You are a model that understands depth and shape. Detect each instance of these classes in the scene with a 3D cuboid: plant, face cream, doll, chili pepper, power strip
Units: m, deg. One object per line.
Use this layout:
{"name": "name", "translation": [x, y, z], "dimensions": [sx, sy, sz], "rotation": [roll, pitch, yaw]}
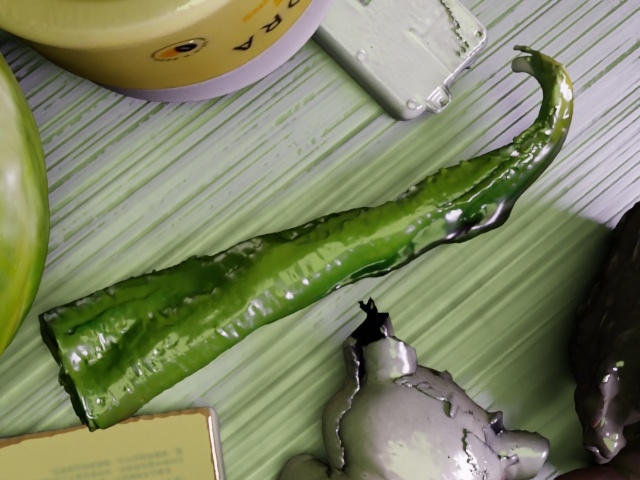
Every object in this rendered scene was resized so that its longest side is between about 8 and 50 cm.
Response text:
{"name": "plant", "translation": [0.232, 0.091, 0.776], "dimensions": [0.178, 0.204, 0.234], "rotation": [25, 78, -5]}
{"name": "face cream", "translation": [-0.098, -0.195, 0.713], "dimensions": [0.218, 0.179, 0.218], "rotation": [0, 87, 6]}
{"name": "doll", "translation": [0.039, 0.152, 0.789], "dimensions": [0.149, 0.095, 0.192], "rotation": [32, 86, -4]}
{"name": "chili pepper", "translation": [0.001, 0.000, 0.798], "dimensions": [0.359, 0.076, 0.085], "rotation": [-28, 67, -7]}
{"name": "power strip", "translation": [0.021, -0.162, 0.827], "dimensions": [0.192, 0.035, 0.081], "rotation": [44, 82, -5]}

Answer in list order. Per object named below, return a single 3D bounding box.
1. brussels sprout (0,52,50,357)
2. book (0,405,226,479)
{"name": "brussels sprout", "translation": [-0.292, -0.028, 0.657], "dimensions": [0.289, 0.281, 0.354], "rotation": [-24, 65, 22]}
{"name": "book", "translation": [-0.166, 0.308, 0.783], "dimensions": [0.269, 0.032, 0.389], "rotation": [-7, 88, -7]}
